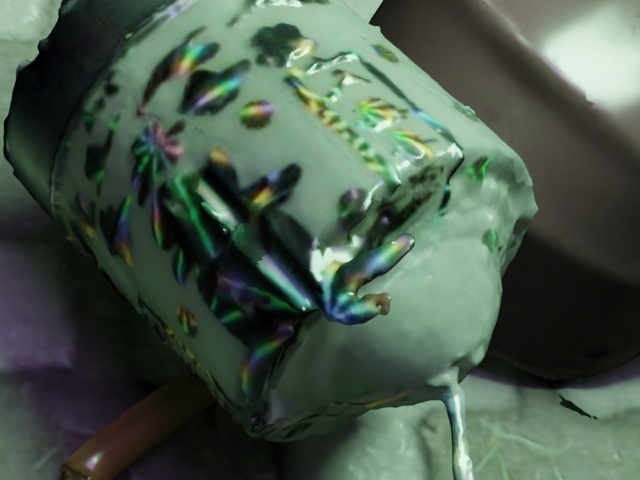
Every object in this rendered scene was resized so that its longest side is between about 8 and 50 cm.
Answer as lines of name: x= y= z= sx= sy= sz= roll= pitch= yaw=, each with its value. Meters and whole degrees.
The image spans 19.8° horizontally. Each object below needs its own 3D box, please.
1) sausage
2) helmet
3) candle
sausage: x=-0.081 y=0.088 z=0.893 sx=0.026 sy=0.026 sz=0.116 roll=43 pitch=49 yaw=13
helmet: x=0.163 y=-0.091 z=1.031 sx=0.338 sy=0.197 sz=0.271 roll=-28 pitch=65 yaw=-36
candle: x=0.000 y=0.000 z=0.858 sx=0.187 sy=0.187 sz=0.330 roll=-22 pitch=55 yaw=-35
